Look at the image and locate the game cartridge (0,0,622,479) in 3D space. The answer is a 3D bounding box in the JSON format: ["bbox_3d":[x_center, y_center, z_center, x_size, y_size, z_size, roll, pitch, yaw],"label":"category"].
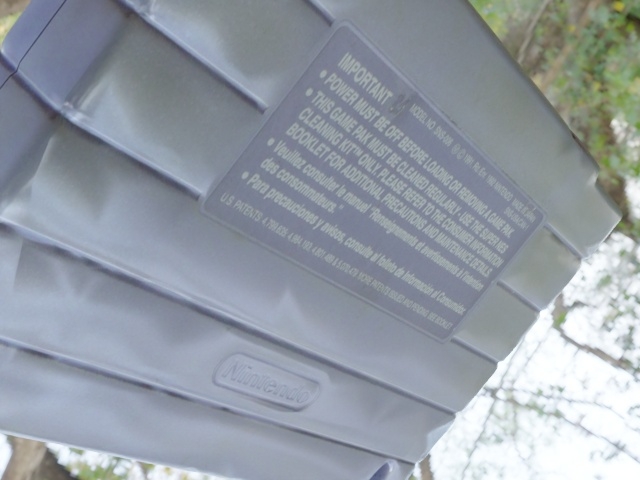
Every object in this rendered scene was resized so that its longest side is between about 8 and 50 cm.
[{"bbox_3d":[0.000,0.000,0.454,0.068,0.230,0.355,37,-177,36],"label":"game cartridge"}]
